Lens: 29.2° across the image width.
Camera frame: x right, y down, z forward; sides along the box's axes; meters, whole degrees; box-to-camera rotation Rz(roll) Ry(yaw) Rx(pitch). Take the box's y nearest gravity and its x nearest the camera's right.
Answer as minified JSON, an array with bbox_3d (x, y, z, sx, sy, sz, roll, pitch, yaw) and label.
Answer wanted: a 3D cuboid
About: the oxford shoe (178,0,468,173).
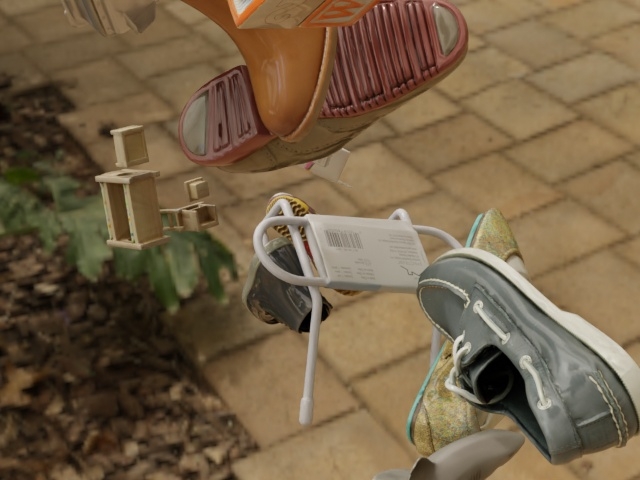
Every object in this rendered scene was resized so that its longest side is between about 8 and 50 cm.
[{"bbox_3d":[0.016,-0.162,1.324,0.348,0.130,0.123,-17,69,29],"label":"oxford shoe"}]

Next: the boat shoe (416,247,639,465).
[{"bbox_3d":[0.154,0.096,1.063,0.099,0.116,0.319,-30,28,-14],"label":"boat shoe"}]

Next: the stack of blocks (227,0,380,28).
[{"bbox_3d":[0.039,-0.254,0.625,0.087,0.297,0.171,-9,74,-38],"label":"stack of blocks"}]

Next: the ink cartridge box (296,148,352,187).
[{"bbox_3d":[-0.028,-0.169,2.301,0.198,0.067,0.115,22,5,-35],"label":"ink cartridge box"}]

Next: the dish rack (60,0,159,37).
[{"bbox_3d":[-0.166,-0.347,1.329,0.072,0.333,0.285,44,82,4],"label":"dish rack"}]

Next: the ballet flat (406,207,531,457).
[{"bbox_3d":[0.212,0.117,1.523,0.123,0.123,0.349,11,61,22],"label":"ballet flat"}]

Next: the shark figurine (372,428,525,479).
[{"bbox_3d":[0.114,0.291,1.287,0.166,0.116,0.278,3,45,16],"label":"shark figurine"}]

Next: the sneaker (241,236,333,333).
[{"bbox_3d":[-0.046,0.094,1.695,0.083,0.222,0.118,-30,70,-13],"label":"sneaker"}]

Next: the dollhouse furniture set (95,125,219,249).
[{"bbox_3d":[-0.257,-0.096,1.897,0.161,0.182,0.101,-19,17,-41],"label":"dollhouse furniture set"}]

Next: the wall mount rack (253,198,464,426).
[{"bbox_3d":[0.055,0.090,1.672,0.350,0.130,0.304,4,52,-31],"label":"wall mount rack"}]

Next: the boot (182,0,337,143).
[{"bbox_3d":[-0.101,-0.227,1.065,0.220,0.284,0.109,-1,-1,-36],"label":"boot"}]

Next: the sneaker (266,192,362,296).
[{"bbox_3d":[0.000,0.000,1.761,0.069,0.185,0.084,-42,7,10],"label":"sneaker"}]
